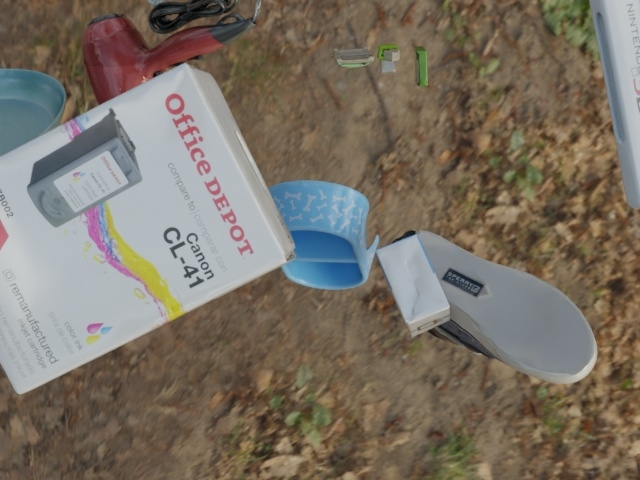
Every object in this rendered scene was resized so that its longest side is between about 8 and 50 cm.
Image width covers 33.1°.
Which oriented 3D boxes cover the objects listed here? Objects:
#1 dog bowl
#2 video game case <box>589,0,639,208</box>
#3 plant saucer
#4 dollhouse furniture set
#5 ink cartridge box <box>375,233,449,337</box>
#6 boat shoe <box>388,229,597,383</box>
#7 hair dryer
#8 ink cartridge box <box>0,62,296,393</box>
[{"bbox_3d":[0.000,0.000,1.689,0.165,0.297,0.074,1,68,10],"label":"dog bowl"},{"bbox_3d":[0.288,-0.134,0.747,0.201,0.023,0.183,-15,99,-14],"label":"video game case"},{"bbox_3d":[-0.464,-0.124,1.323,0.317,0.044,0.318,-7,34,5],"label":"plant saucer"},{"bbox_3d":[0.093,-0.276,1.723,0.151,0.076,0.059,-5,114,-4],"label":"dollhouse furniture set"},{"bbox_3d":[0.124,0.064,1.416,0.060,0.180,0.104,-24,77,2],"label":"ink cartridge box"},{"bbox_3d":[0.245,0.112,1.514,0.340,0.158,0.127,35,76,34],"label":"boat shoe"},{"bbox_3d":[-0.191,-0.215,1.243,0.223,0.294,0.080,33,28,34],"label":"hair dryer"},{"bbox_3d":[-0.210,-0.014,1.096,0.306,0.131,0.226,-27,93,6],"label":"ink cartridge box"}]
